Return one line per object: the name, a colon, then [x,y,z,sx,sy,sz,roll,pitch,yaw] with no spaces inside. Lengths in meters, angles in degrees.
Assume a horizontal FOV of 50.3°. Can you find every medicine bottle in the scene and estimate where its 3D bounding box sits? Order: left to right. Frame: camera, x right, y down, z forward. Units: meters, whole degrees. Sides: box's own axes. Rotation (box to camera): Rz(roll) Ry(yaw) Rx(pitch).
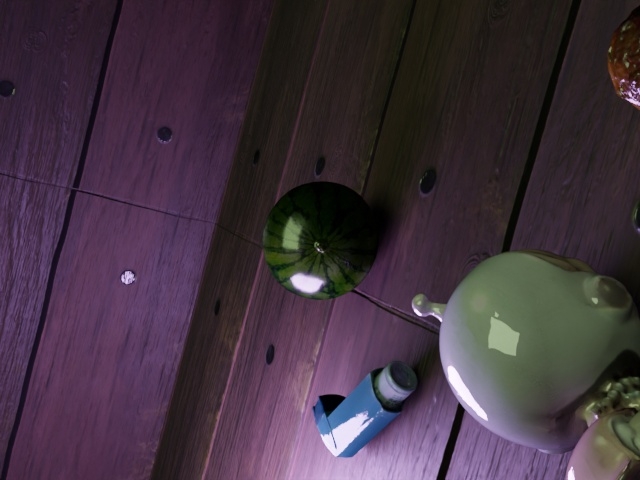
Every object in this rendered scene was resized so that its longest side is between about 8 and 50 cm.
medicine bottle: [0.078,0.299,1.244,0.258,0.079,0.124,-53,34,39]

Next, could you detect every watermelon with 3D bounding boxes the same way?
watermelon: [0.000,-0.001,1.372,0.242,0.242,0.243,-38,45,52]

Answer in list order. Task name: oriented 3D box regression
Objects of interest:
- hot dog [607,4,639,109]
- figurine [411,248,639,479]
hot dog: [0.432,-0.206,0.753,0.227,0.099,0.161,44,117,59]
figurine: [0.275,0.146,0.768,0.253,0.210,0.361,-66,29,21]
